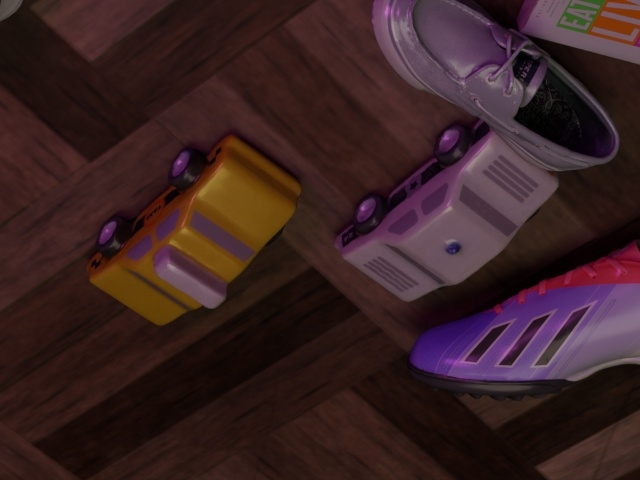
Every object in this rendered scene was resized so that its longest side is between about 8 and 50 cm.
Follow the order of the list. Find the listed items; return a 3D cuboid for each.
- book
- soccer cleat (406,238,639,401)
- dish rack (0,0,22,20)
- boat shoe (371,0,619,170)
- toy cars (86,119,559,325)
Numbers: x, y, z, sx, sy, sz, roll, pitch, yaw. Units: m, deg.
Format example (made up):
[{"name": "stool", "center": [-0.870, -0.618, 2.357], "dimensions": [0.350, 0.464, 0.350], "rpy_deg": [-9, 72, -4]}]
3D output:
[{"name": "book", "center": [0.230, -0.179, 1.212], "dimensions": [0.144, 0.035, 0.096], "rpy_deg": [12, 132, -14]}, {"name": "soccer cleat", "center": [0.227, 0.057, 1.373], "dimensions": [0.318, 0.108, 0.116], "rpy_deg": [-7, 109, 5]}, {"name": "dish rack", "center": [-0.344, -0.225, 1.053], "dimensions": [0.286, 0.072, 0.333], "rpy_deg": [2, 147, -4]}, {"name": "boat shoe", "center": [0.137, -0.123, 1.203], "dimensions": [0.227, 0.079, 0.081], "rpy_deg": [33, 165, -32]}, {"name": "toy cars", "center": [0.000, 0.000, 1.309], "dimensions": [0.394, 0.087, 0.176], "rpy_deg": [-6, 130, 2]}]
